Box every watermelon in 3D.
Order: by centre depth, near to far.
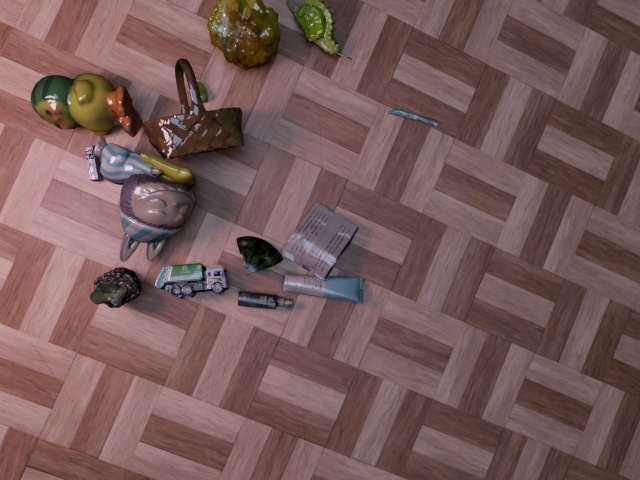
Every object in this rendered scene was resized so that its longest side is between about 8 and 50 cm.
[{"bbox_3d":[-0.243,0.041,1.672,0.137,0.193,0.145,-19,91,38],"label":"watermelon"}]

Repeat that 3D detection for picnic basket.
[{"bbox_3d":[-0.442,-0.454,1.539,0.337,0.293,0.337,-5,102,-23],"label":"picnic basket"}]

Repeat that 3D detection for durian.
[{"bbox_3d":[-0.016,-0.825,1.695,0.132,0.106,0.375,-37,90,0],"label":"durian"}]

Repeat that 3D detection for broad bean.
[{"bbox_3d":[-0.455,-0.551,1.676,0.063,0.045,0.083,-31,86,-7],"label":"broad bean"}]

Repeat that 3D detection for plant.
[{"bbox_3d":[-0.711,0.166,1.572,0.142,0.203,0.131,-28,101,-11],"label":"plant"}]

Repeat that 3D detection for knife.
[{"bbox_3d":[0.372,-0.491,1.784,0.210,0.015,0.028,14,94,-6],"label":"knife"}]

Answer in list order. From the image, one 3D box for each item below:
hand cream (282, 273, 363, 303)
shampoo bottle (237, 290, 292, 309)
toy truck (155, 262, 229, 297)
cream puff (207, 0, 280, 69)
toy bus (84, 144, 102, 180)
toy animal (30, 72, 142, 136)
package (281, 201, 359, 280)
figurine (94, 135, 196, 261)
[{"bbox_3d":[0.013,0.175,1.725,0.312,0.070,0.111,8,59,-9],"label":"hand cream"},{"bbox_3d":[-0.207,0.230,1.701,0.207,0.063,0.057,7,79,-5],"label":"shampoo bottle"},{"bbox_3d":[-0.468,0.148,1.647,0.253,0.114,0.124,-6,80,-7],"label":"toy truck"},{"bbox_3d":[-0.264,-0.761,1.601,0.282,0.282,0.185,23,62,-6],"label":"cream puff"},{"bbox_3d":[-0.825,-0.280,1.629,0.037,0.052,0.131,-9,92,-5],"label":"toy bus"},{"bbox_3d":[-0.815,-0.483,1.566,0.338,0.216,0.191,3,63,-3],"label":"toy animal"},{"bbox_3d":[0.000,0.000,1.707,0.204,0.062,0.251,32,83,4],"label":"package"},{"bbox_3d":[-0.642,-0.116,1.547,0.361,0.266,0.378,22,83,4],"label":"figurine"}]
